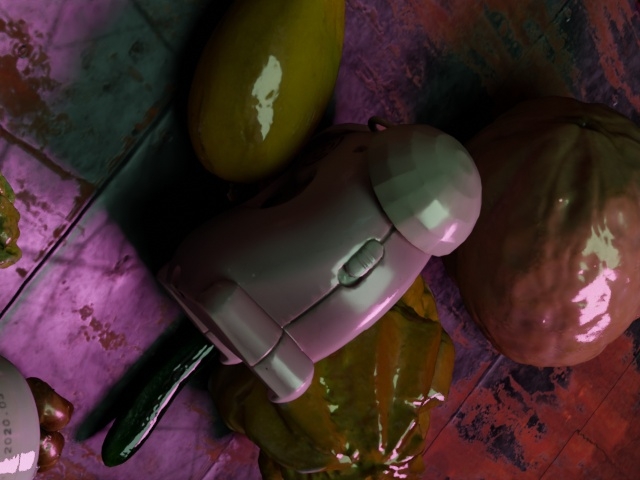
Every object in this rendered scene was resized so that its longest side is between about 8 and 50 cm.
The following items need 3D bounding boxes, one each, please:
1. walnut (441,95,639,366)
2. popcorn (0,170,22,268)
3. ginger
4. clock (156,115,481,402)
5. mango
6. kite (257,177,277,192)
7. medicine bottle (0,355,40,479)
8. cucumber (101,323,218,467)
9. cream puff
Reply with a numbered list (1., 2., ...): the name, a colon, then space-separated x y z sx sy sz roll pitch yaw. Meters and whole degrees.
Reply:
1. walnut: 0.333 -0.015 1.816 0.381 0.381 0.381 -29 138 -31
2. popcorn: -0.344 -0.010 1.219 0.125 0.126 0.145 26 116 -29
3. ginger: -0.327 0.207 1.455 0.103 0.073 0.162 -15 137 -24
4. clock: 0.000 0.000 1.450 0.326 0.342 0.184 -39 110 -10
5. mango: -0.052 -0.191 1.408 0.176 0.119 0.317 9 105 -52
6. kite: -0.024 -0.028 1.663 0.222 0.008 0.125 -3 123 -47
7. medicine bottle: -0.426 0.194 1.242 0.293 0.170 0.170 2 117 -50
8. cucumber: -0.175 0.159 1.603 0.284 0.056 0.056 -51 145 -13
9. cream puff: 0.046 0.199 1.703 0.378 0.275 0.378 -31 138 -33
